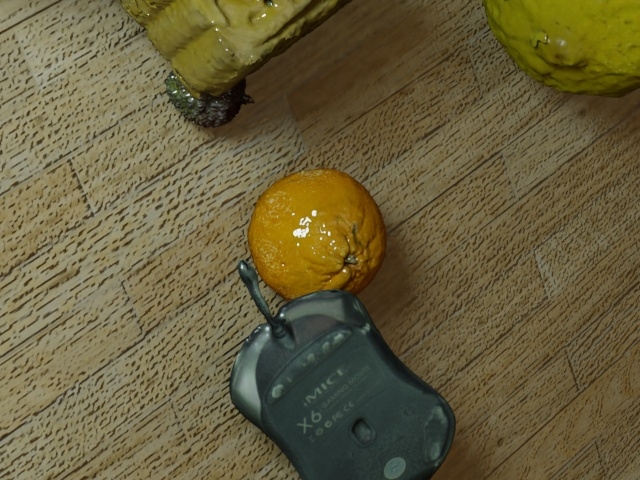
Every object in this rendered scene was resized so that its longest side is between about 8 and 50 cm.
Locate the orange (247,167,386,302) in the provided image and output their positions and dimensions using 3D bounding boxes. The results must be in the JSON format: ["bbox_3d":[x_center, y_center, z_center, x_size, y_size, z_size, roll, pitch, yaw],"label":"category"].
[{"bbox_3d":[0.001,-0.001,1.740,0.135,0.117,0.136,-9,102,-46],"label":"orange"}]

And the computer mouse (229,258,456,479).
[{"bbox_3d":[0.002,0.131,1.747,0.167,0.090,0.379,-39,130,-8],"label":"computer mouse"}]

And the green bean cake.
[{"bbox_3d":[-0.079,-0.267,1.604,0.229,0.131,0.224,-41,99,-32],"label":"green bean cake"}]

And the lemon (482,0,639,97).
[{"bbox_3d":[0.303,-0.296,1.894,0.322,0.268,0.268,-51,124,-27],"label":"lemon"}]

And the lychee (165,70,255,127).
[{"bbox_3d":[-0.101,-0.135,1.669,0.083,0.068,0.067,20,110,-8],"label":"lychee"}]
